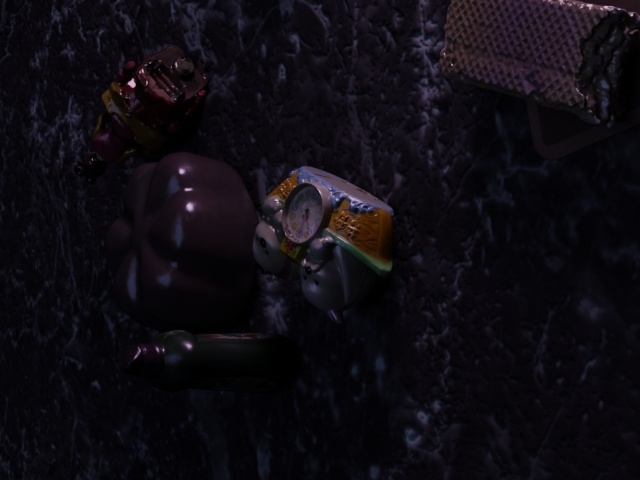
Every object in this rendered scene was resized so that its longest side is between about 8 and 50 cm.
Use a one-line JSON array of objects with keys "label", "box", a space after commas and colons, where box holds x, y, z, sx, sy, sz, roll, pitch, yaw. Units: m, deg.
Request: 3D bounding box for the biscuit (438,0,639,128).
[{"label": "biscuit", "box": [0.209, -0.186, 1.293, 0.239, 0.062, 0.108, 28, 111, 52]}]

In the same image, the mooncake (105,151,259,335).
[{"label": "mooncake", "box": [-0.183, 0.006, 1.755, 0.245, 0.133, 0.244, -24, 60, 50]}]

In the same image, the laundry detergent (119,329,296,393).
[{"label": "laundry detergent", "box": [-0.149, 0.148, 1.609, 0.144, 0.222, 0.078, -13, 77, 53]}]

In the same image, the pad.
[{"label": "pad", "box": [0.252, -0.223, 1.292, 0.176, 0.002, 0.266, -24, 68, 50]}]

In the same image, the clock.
[{"label": "clock", "box": [0.000, 0.000, 1.525, 0.231, 0.103, 0.144, 34, 105, 48]}]

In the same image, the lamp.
[{"label": "lamp", "box": [-0.259, -0.169, 1.891, 0.253, 0.118, 0.118, -46, 52, 45]}]
